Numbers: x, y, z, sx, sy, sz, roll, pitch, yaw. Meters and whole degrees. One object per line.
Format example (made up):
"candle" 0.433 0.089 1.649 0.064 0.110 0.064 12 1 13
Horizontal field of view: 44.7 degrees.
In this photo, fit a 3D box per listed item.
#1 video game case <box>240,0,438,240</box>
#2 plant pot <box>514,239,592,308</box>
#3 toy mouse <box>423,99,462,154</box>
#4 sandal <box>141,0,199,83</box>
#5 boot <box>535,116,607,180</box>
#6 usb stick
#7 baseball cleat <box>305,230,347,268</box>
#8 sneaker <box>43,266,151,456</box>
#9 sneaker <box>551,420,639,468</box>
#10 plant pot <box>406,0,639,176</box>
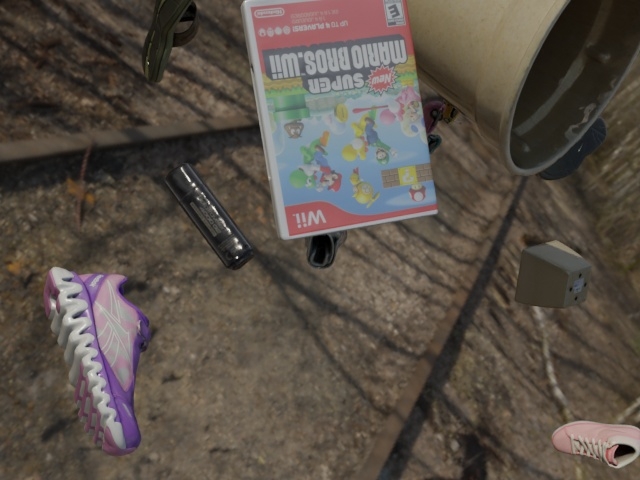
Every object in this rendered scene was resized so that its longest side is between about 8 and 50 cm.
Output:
"video game case" 0.026 -0.156 0.942 0.025 0.204 0.285 -175 -105 -75
"plant pot" 0.442 0.072 1.455 0.109 0.109 0.096 -11 25 -37
"toy mouse" 0.182 -0.187 1.290 0.031 0.143 0.161 36 -10 19
"sandal" -0.317 -0.472 1.708 0.086 0.303 0.120 2 54 -29
"boot" 0.541 -0.219 1.849 0.179 0.236 0.085 14 -46 57
"usb stick" -0.248 -0.056 1.721 0.278 0.077 0.045 52 -4 16
"baseball cleat" 0.000 0.000 1.188 0.206 0.072 0.109 75 22 -70
"sneaker" -0.238 0.128 0.895 0.105 0.095 0.236 -8 60 -34
"sneaker" 0.413 0.307 1.165 0.070 0.134 0.051 -32 113 -65
"plant pot" 0.233 -0.305 1.057 0.305 0.333 0.334 37 15 28
